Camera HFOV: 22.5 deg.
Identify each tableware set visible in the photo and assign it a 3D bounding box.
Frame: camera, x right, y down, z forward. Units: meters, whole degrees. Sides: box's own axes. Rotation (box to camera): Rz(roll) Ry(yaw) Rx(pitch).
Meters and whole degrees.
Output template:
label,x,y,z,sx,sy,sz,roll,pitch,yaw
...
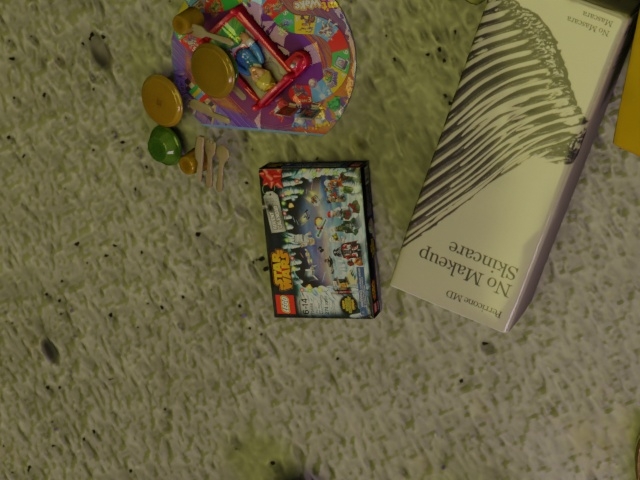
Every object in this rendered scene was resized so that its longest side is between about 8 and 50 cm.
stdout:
label,x,y,z,sx,sy,sz,roll,pitch,yaw
tableware set,-0.110,-0.123,1.375,0.104,0.024,0.154,25,126,29

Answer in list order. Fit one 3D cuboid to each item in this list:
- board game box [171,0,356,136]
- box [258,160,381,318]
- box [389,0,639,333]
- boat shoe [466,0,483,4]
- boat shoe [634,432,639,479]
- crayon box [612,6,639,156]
label,x,y,z,sx,sy,sz,roll,pitch,yaw
board game box,-0.055,-0.154,1.359,0.169,0.033,0.133,6,108,17
box,0.000,0.000,1.389,0.094,0.027,0.137,-1,106,20
box,0.154,-0.075,1.276,0.113,0.094,0.275,22,111,12
boat shoe,0.106,-0.261,1.260,0.048,0.056,0.153,-20,91,28
boat shoe,0.290,0.223,1.345,0.050,0.045,0.135,-9,103,21
crayon box,0.385,-0.161,1.069,0.363,0.106,0.313,30,118,47
